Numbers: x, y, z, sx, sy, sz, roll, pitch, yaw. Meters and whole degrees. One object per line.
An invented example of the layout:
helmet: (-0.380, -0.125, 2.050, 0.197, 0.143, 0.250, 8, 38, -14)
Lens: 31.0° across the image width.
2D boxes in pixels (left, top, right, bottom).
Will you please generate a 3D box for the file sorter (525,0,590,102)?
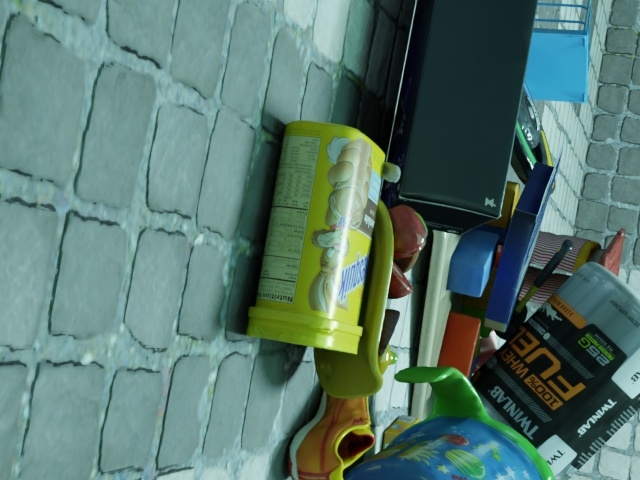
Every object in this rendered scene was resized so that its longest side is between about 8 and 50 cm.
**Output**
file sorter: (0.378, -0.317, 1.865, 0.170, 0.118, 0.104, 70, 31, -57)

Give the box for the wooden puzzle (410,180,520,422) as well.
wooden puzzle: (0.205, 0.047, 1.568, 0.322, 0.080, 0.348, -53, 147, -56)

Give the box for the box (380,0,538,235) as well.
box: (0.133, -0.148, 1.131, 0.184, 0.103, 0.261, 144, -43, -82)

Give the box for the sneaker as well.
sneaker: (0.026, 0.175, 1.095, 0.175, 0.067, 0.064, -60, 151, -52)

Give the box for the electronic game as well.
electronic game: (0.282, -0.171, 1.623, 0.229, 0.048, 0.229, 51, 29, -42)

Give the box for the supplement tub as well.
supplement tub: (0.332, 0.200, 1.589, 0.316, 0.193, 0.193, -47, 161, 3)

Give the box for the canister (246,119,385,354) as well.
canister: (0.000, 0.000, 0.919, 0.126, 0.073, 0.170, 26, 73, -72)

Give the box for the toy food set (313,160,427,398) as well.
toy food set: (0.056, 0.032, 1.010, 0.128, 0.071, 0.218, -167, -93, -67)

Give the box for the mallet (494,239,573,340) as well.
mallet: (0.297, 0.071, 1.609, 0.062, 0.039, 0.190, -55, 175, -40)

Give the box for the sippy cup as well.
sippy cup: (0.116, 0.306, 1.225, 0.240, 0.305, 0.224, -40, 159, 19)

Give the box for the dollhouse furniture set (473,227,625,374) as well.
dollhouse furniture set: (0.347, 0.100, 1.866, 0.374, 0.201, 0.152, -43, 140, -53)

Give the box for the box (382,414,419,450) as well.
box: (0.093, 0.293, 1.433, 0.081, 0.028, 0.136, -19, 119, -70)

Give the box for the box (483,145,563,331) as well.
box: (0.267, -0.007, 1.514, 0.136, 0.036, 0.225, -55, 160, -54)
